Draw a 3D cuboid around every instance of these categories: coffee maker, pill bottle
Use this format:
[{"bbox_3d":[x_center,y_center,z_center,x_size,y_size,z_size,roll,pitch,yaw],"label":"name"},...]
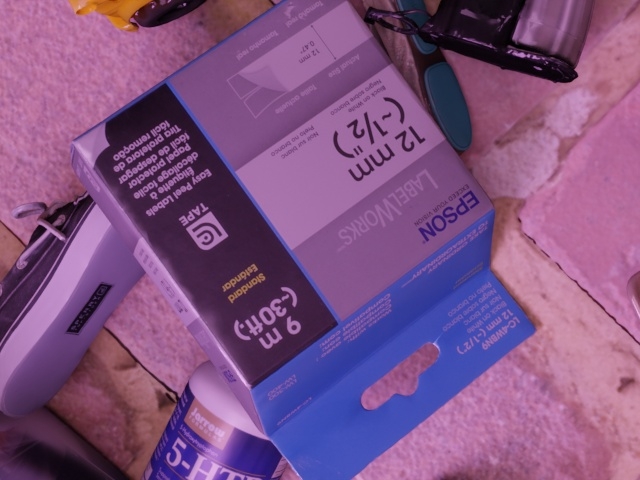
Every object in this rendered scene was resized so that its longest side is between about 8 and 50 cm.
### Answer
[{"bbox_3d":[0.148,-0.231,1.031,0.171,0.120,0.178,17,92,-13],"label":"coffee maker"},{"bbox_3d":[-0.076,0.168,1.161,0.112,0.112,0.187,28,103,8],"label":"pill bottle"}]

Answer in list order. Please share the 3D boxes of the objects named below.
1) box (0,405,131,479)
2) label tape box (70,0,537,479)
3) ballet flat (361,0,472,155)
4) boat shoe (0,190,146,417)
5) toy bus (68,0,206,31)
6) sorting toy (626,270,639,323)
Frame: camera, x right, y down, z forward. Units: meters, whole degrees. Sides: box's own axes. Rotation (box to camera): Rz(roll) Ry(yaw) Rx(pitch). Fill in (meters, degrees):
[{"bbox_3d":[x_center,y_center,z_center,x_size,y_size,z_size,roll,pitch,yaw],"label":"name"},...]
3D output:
[{"bbox_3d":[-0.282,0.291,1.132,0.294,0.296,0.183,39,105,5],"label":"box"},{"bbox_3d":[0.000,0.000,1.064,0.249,0.115,0.348,-36,89,-14],"label":"label tape box"},{"bbox_3d":[0.080,-0.146,1.116,0.052,0.057,0.168,-19,90,43],"label":"ballet flat"},{"bbox_3d":[-0.214,0.007,1.173,0.105,0.113,0.306,38,99,25],"label":"boat shoe"},{"bbox_3d":[-0.131,-0.274,1.057,0.220,0.211,0.149,-27,90,14],"label":"toy bus"},{"bbox_3d":[0.382,0.076,1.082,0.208,0.038,0.193,-25,92,11],"label":"sorting toy"}]
